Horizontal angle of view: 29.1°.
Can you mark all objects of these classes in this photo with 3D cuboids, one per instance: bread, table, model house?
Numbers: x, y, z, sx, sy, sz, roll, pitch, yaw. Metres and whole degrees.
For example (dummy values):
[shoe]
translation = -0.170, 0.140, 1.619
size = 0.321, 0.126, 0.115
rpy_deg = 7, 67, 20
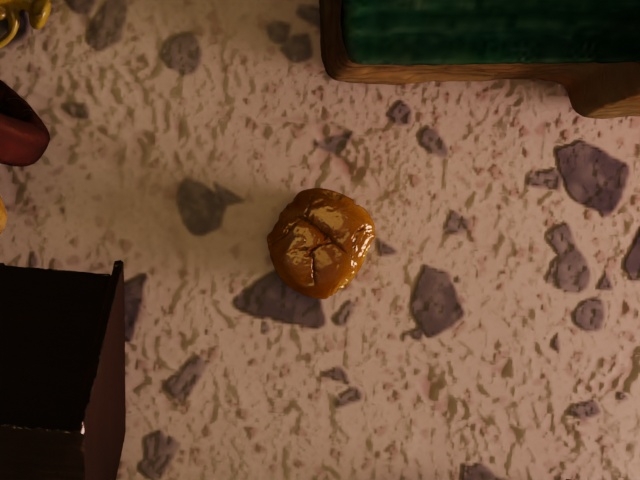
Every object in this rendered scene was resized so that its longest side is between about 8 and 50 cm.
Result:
[bread]
translation = 0.000, 0.000, 0.939
size = 0.083, 0.046, 0.081
rpy_deg = -29, 94, -6
[table]
translation = -0.239, 0.118, 0.829
size = 0.193, 0.172, 0.169
rpy_deg = 4, 126, -2
[model house]
translation = 0.189, -0.249, 0.814
size = 0.381, 0.342, 0.335
rpy_deg = -5, 91, -5

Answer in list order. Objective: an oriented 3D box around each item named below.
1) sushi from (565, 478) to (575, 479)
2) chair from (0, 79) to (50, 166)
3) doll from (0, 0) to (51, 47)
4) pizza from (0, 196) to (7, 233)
[sushi]
translation = 0.144, 0.278, 0.899
size = 0.212, 0.147, 0.115
rpy_deg = -35, 93, -1
[chair]
translation = -0.199, -0.209, 0.758
size = 0.226, 0.226, 0.401
rpy_deg = 34, 95, -4
[doll]
translation = -0.290, -0.204, 0.898
size = 0.145, 0.096, 0.188
rpy_deg = -46, 112, 6
[pizza]
translation = -0.304, -0.012, 0.781
size = 0.188, 0.204, 0.081
rpy_deg = -6, 77, 25
